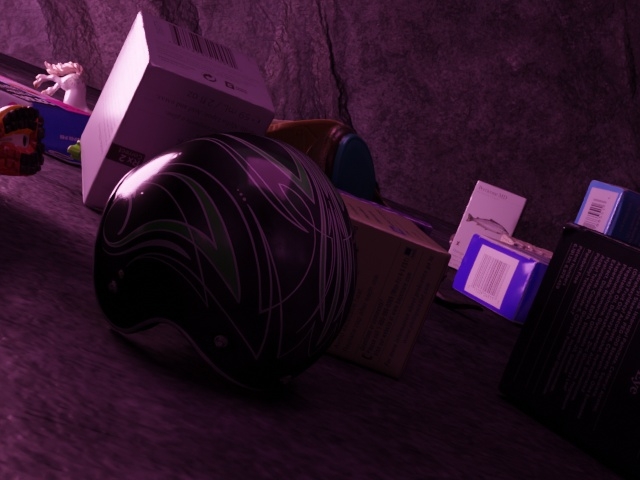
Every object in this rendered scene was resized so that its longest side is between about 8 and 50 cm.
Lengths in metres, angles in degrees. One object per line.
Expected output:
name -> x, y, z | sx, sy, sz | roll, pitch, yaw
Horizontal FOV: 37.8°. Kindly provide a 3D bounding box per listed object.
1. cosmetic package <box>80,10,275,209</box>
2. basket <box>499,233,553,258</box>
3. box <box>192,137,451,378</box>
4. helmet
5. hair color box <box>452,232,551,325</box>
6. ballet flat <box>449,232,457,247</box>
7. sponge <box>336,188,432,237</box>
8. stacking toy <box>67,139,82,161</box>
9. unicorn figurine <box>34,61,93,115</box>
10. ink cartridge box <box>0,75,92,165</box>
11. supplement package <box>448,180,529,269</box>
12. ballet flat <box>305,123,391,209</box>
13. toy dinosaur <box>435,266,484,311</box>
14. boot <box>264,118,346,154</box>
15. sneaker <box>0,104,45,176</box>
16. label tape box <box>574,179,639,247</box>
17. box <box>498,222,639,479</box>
cosmetic package -> -0.167, -0.128, 1.059 | 0.151, 0.183, 0.151 | 18, 28, -26
basket -> 0.394, 0.066, 1.723 | 0.167, 0.103, 0.113 | 22, 8, -3
box -> -0.030, 0.006, 0.860 | 0.243, 0.117, 0.213 | 21, 7, -7
helmet -> -0.054, 0.012, 0.634 | 0.162, 0.169, 0.169 | 6, -3, 35
hair color box -> 0.408, 0.099, 1.511 | 0.339, 0.110, 0.185 | 20, 6, -26
ballet flat -> 0.354, 0.027, 2.099 | 0.203, 0.074, 0.074 | 10, 12, -30
sponge -> 0.000, 0.000, 0.990 | 0.210, 0.117, 0.031 | 21, 12, -7
stacking toy -> -0.221, -0.083, 1.272 | 0.167, 0.052, 0.221 | 23, 10, 12
unicorn figurine -> -0.407, -0.216, 1.541 | 0.111, 0.161, 0.060 | -6, 13, 1
ink cartridge box -> -0.461, -0.197, 1.376 | 0.371, 0.069, 0.176 | 26, 8, 16
supplement package -> 0.328, -0.017, 1.847 | 0.105, 0.179, 0.105 | 22, 7, 13
ballet flat -> 0.019, -0.040, 1.151 | 0.123, 0.123, 0.348 | 25, -12, 25
toy dinosaur -> 0.126, 0.034, 1.351 | 0.268, 0.064, 0.118 | 35, 5, 18
boot -> -0.065, -0.113, 1.288 | 0.262, 0.095, 0.203 | 0, -5, 12
sneaker -> -0.342, -0.086, 0.858 | 0.093, 0.088, 0.225 | 2, 3, 10
label tape box -> 0.501, 0.086, 1.335 | 0.334, 0.240, 0.106 | 20, 5, -15
box -> 0.401, 0.145, 0.836 | 0.343, 0.178, 0.312 | 16, 8, -35
